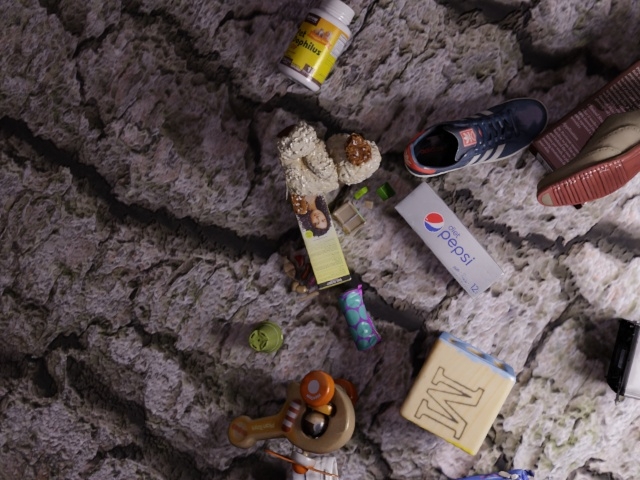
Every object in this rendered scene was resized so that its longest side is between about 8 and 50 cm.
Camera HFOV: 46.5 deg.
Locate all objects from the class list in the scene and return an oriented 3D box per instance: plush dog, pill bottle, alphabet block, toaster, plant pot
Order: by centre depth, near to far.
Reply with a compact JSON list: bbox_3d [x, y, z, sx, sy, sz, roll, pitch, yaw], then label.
[{"bbox_3d":[0.700,0.269,1.627,0.110,0.168,0.185,14,91,12],"label":"toaster"},{"bbox_3d":[0.314,0.341,1.702,0.194,0.192,0.197,28,93,13],"label":"alphabet block"},{"bbox_3d":[0.030,-0.181,1.751,0.226,0.262,0.210,-10,94,8],"label":"plush dog"},{"bbox_3d":[-0.005,-0.483,1.827,0.117,0.117,0.215,31,95,11],"label":"pill bottle"},{"bbox_3d":[-0.143,0.245,1.859,0.083,0.079,0.083,0,89,12],"label":"plant pot"}]

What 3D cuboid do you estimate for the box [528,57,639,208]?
[{"bbox_3d":[0.676,-0.258,1.663,0.381,0.143,0.191,-37,81,11],"label":"box"}]

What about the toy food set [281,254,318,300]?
[{"bbox_3d":[-0.045,0.088,1.874,0.078,0.019,0.122,-20,77,11],"label":"toy food set"}]

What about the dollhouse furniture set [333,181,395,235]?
[{"bbox_3d":[0.109,-0.086,1.841,0.152,0.058,0.076,-39,88,28],"label":"dollhouse furniture set"}]

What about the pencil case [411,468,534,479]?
[{"bbox_3d":[0.345,0.601,1.721,0.306,0.119,0.133,-10,110,12],"label":"pencil case"}]

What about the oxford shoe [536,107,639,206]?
[{"bbox_3d":[0.606,-0.185,1.568,0.348,0.123,0.130,-26,58,11],"label":"oxford shoe"}]

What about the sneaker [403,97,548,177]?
[{"bbox_3d":[0.359,-0.237,1.725,0.350,0.148,0.131,-23,84,11],"label":"sneaker"}]

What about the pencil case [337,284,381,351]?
[{"bbox_3d":[0.096,0.190,1.815,0.070,0.064,0.151,-26,84,27],"label":"pencil case"}]

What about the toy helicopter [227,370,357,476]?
[{"bbox_3d":[-0.075,0.462,1.803,0.355,0.140,0.234,-17,63,28],"label":"toy helicopter"}]

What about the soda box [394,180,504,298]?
[{"bbox_3d":[0.305,-0.002,1.760,0.098,0.091,0.286,-42,80,10],"label":"soda box"}]

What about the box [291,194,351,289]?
[{"bbox_3d":[0.000,0.000,1.836,0.087,0.058,0.232,-19,85,-4],"label":"box"}]

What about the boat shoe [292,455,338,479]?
[{"bbox_3d":[0.047,0.699,1.790,0.157,0.136,0.366,-14,76,9],"label":"boat shoe"}]
